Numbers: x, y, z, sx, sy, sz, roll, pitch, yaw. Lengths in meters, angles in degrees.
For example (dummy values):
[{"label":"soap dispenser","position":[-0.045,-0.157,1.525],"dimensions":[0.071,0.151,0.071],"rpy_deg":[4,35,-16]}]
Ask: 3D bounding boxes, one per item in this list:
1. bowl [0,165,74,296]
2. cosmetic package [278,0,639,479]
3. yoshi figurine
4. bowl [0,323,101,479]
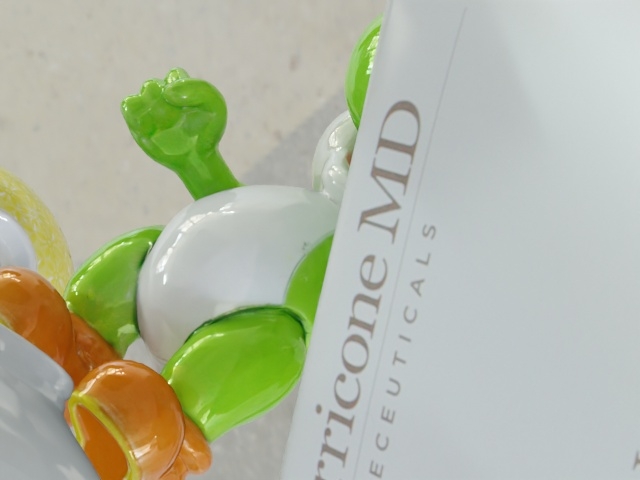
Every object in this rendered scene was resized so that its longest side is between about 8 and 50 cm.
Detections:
[{"label":"bowl","position":[-0.347,0.035,1.608],"dimensions":[0.289,0.156,0.289],"rpy_deg":[8,75,-30]},{"label":"cosmetic package","position":[0.238,0.075,0.757],"dimensions":[0.393,0.327,0.329],"rpy_deg":[20,100,50]},{"label":"yoshi figurine","position":[-0.008,-0.023,0.941],"dimensions":[0.362,0.203,0.204],"rpy_deg":[-34,97,-25]},{"label":"bowl","position":[-0.201,0.089,0.753],"dimensions":[0.298,0.298,0.134],"rpy_deg":[23,74,17]}]
